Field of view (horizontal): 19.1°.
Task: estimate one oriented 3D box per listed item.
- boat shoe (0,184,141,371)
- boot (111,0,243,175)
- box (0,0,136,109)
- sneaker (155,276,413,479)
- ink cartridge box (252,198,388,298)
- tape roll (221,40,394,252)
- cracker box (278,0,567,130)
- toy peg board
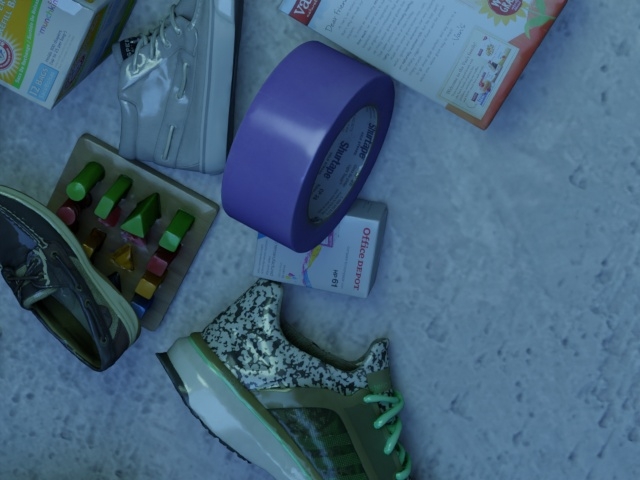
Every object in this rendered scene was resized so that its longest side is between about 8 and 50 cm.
[{"bbox_3d":[-0.273,0.040,1.909,0.080,0.073,0.223,-32,108,35],"label":"boat shoe"},{"bbox_3d":[-0.142,-0.187,1.847,0.123,0.095,0.258,6,113,1],"label":"boot"},{"bbox_3d":[-0.249,-0.220,1.798,0.103,0.203,0.114,28,113,0],"label":"box"},{"bbox_3d":[0.035,0.192,1.945,0.410,0.158,0.182,39,95,-10],"label":"sneaker"},{"bbox_3d":[0.000,0.000,1.915,0.122,0.052,0.088,11,112,6],"label":"ink cartridge box"},{"bbox_3d":[-0.010,-0.088,1.802,0.080,0.189,0.189,29,114,17],"label":"tape roll"},{"bbox_3d":[0.099,-0.232,1.799,0.232,0.067,0.155,31,112,-2],"label":"cracker box"},{"bbox_3d":[-0.214,0.004,1.945,0.161,0.079,0.160,29,113,0],"label":"toy peg board"}]
